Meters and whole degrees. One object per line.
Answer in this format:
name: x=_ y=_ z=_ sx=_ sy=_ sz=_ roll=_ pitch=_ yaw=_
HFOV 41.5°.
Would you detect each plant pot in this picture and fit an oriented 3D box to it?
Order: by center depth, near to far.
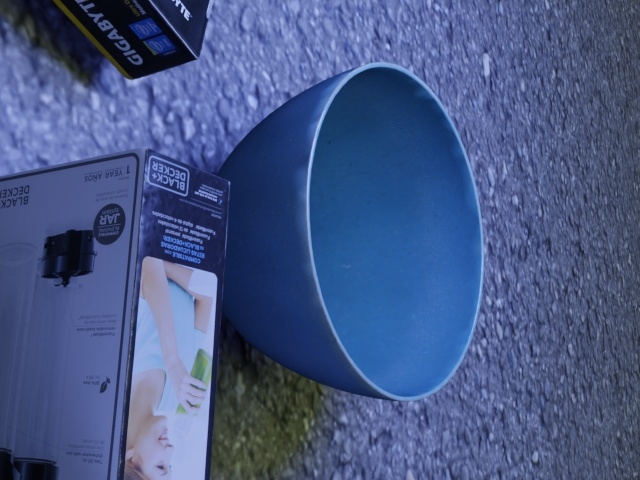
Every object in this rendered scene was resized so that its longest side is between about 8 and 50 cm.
plant pot: x=0.000 y=0.000 z=0.785 sx=0.290 sy=0.195 sz=0.290 roll=11 pitch=76 yaw=-52

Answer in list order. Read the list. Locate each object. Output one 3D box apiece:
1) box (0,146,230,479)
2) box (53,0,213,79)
box: x=-0.160 y=0.095 z=0.580 sx=0.087 sy=0.169 sz=0.290 roll=21 pitch=67 yaw=-54
box: x=-0.182 y=-0.321 z=0.628 sx=0.322 sy=0.079 sz=0.257 roll=49 pitch=38 yaw=-48
